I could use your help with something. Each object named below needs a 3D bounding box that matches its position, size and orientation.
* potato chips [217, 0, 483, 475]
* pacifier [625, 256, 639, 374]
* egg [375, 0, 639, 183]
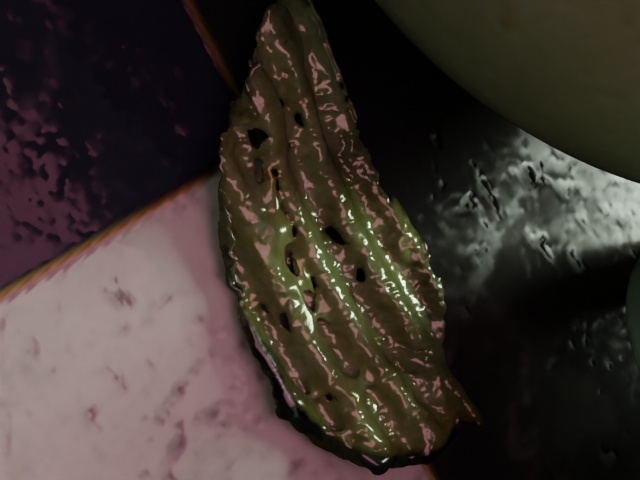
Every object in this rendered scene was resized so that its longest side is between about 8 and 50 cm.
[{"bbox_3d":[0.000,0.000,0.569,0.092,0.028,0.207,-27,101,-28],"label":"potato chips"},{"bbox_3d":[0.208,0.137,0.567,0.288,0.343,0.269,24,113,-17],"label":"pacifier"},{"bbox_3d":[0.125,-0.178,0.505,0.336,0.278,0.278,44,69,-24],"label":"egg"}]
